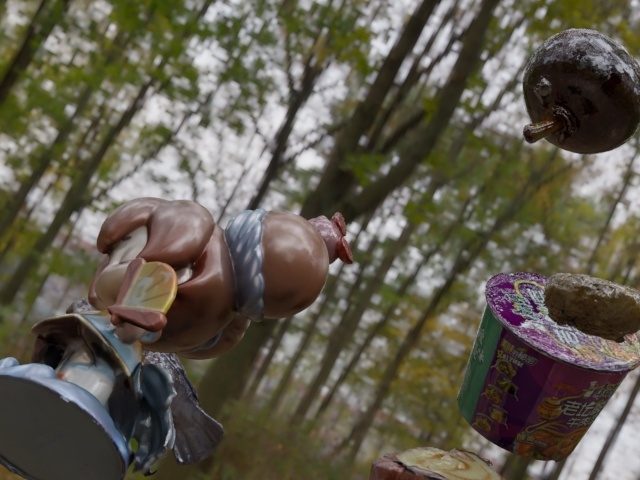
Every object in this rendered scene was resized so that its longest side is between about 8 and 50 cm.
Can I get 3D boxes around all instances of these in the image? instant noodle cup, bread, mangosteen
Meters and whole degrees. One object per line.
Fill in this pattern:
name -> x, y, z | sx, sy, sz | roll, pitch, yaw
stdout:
instant noodle cup -> 0.324, 0.192, 1.872 | 0.251, 0.190, 0.251 | 16, 26, -8
bread -> 0.174, 0.353, 1.679 | 0.190, 0.123, 0.244 | 18, 5, 23
bread -> 0.284, 0.069, 1.323 | 0.113, 0.060, 0.082 | 14, -1, 31
mangosteen -> 0.455, -0.248, 2.271 | 0.235, 0.261, 0.235 | 32, -33, 24

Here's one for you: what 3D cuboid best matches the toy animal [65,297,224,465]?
toy animal -> -0.266, 0.208, 1.873 | 0.298, 0.122, 0.185 | 42, 6, -24

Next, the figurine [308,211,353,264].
figurine -> 0.000, 0.000, 1.735 | 0.071, 0.083, 0.067 | -18, -44, 14

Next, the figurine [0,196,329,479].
figurine -> -0.183, 0.099, 1.409 | 0.276, 0.388, 0.248 | -28, -67, 41
